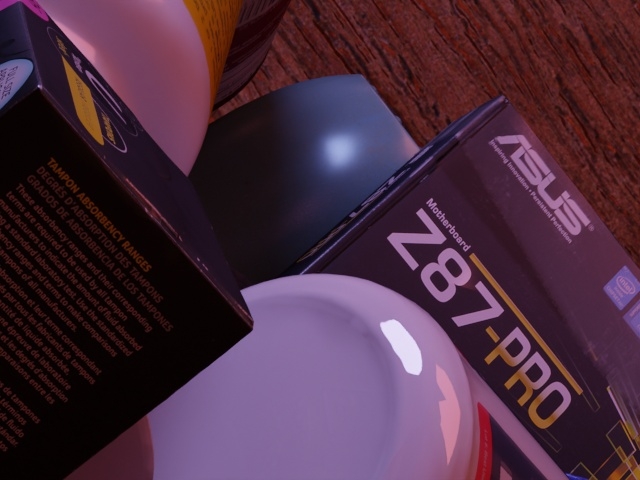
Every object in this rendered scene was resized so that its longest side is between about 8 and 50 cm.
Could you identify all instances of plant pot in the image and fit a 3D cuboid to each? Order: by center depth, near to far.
[{"bbox_3d":[0.000,0.000,1.614,0.293,0.235,0.293,52,3,-4],"label":"plant pot"}]

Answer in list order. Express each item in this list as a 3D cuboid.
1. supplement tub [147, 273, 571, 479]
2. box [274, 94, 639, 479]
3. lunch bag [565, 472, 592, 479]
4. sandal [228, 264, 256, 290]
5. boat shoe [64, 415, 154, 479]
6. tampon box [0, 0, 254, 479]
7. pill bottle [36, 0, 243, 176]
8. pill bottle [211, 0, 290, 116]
[{"bbox_3d":[0.032,0.158,0.872,0.272,0.191,0.191,49,5,-43],"label":"supplement tub"},{"bbox_3d":[0.139,0.138,1.442,0.395,0.318,0.097,52,-29,-6],"label":"box"},{"bbox_3d":[0.230,0.261,1.047,0.293,0.221,0.138,12,-6,14],"label":"lunch bag"},{"bbox_3d":[-0.023,0.119,1.072,0.446,0.107,0.167,38,13,-47],"label":"sandal"},{"bbox_3d":[-0.153,0.011,0.698,0.267,0.096,0.088,52,3,-32],"label":"boat shoe"},{"bbox_3d":[-0.121,0.017,0.582,0.101,0.161,0.120,50,4,-26],"label":"tampon box"},{"bbox_3d":[-0.134,-0.110,0.899,0.188,0.188,0.334,50,25,-25],"label":"pill bottle"},{"bbox_3d":[-0.127,-0.220,1.460,0.224,0.224,0.392,53,-19,6],"label":"pill bottle"}]
